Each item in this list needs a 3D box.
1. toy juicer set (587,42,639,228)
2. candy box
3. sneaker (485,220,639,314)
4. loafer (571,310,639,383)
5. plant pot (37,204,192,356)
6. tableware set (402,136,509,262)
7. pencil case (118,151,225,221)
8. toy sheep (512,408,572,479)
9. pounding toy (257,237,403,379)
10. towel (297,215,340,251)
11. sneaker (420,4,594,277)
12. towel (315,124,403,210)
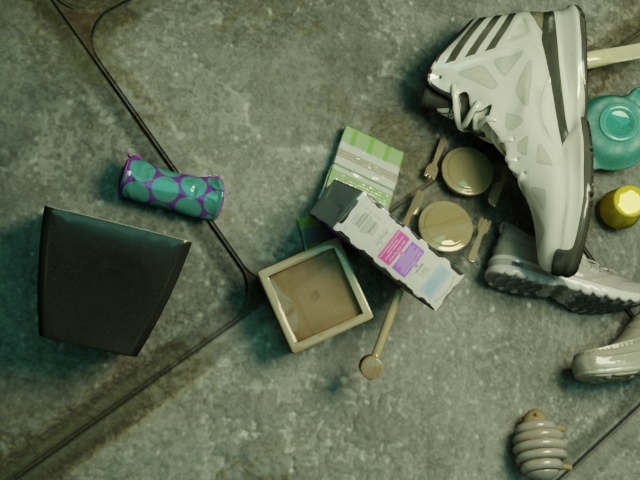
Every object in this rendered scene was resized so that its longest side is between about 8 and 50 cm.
[{"bbox_3d":[0.457,-0.193,1.522,0.209,0.089,0.329,10,79,5],"label":"toy juicer set"},{"bbox_3d":[0.092,0.004,1.307,0.196,0.165,0.070,38,89,-15],"label":"candy box"},{"bbox_3d":[0.404,0.041,1.439,0.281,0.105,0.115,16,68,-15],"label":"sneaker"},{"bbox_3d":[0.535,0.157,1.454,0.319,0.112,0.112,-9,76,-25],"label":"loafer"},{"bbox_3d":[-0.291,0.057,1.211,0.187,0.188,0.167,15,88,-13],"label":"plant pot"},{"bbox_3d":[0.215,-0.061,1.444,0.128,0.039,0.194,24,67,3],"label":"tableware set"},{"bbox_3d":[-0.217,-0.077,1.311,0.151,0.064,0.070,13,91,-13],"label":"pencil case"},{"bbox_3d":[0.336,0.320,1.372,0.091,0.091,0.132,2,59,-15],"label":"toy sheep"},{"bbox_3d":[0.031,0.107,1.315,0.181,0.094,0.206,-24,86,-6],"label":"pounding toy"},{"bbox_3d":[0.000,0.000,1.384,0.060,0.009,0.083,-14,82,-17],"label":"towel"},{"bbox_3d":[0.287,-0.155,1.414,0.257,0.169,0.448,-1,70,11],"label":"sneaker"},{"bbox_3d":[0.063,-0.093,1.413,0.113,0.023,0.152,25,68,-16],"label":"towel"}]
